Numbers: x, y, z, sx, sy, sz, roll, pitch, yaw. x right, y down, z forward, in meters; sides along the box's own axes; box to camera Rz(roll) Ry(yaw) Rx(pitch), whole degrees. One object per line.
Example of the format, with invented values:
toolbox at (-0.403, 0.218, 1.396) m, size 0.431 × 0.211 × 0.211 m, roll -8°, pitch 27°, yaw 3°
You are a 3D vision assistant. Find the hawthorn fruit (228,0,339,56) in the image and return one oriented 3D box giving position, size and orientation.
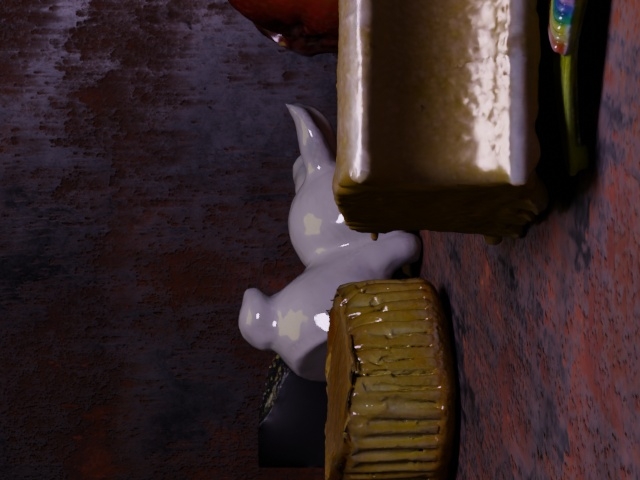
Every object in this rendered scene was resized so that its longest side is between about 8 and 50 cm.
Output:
hawthorn fruit at (0.013, -0.367, 1.556) m, size 0.295 × 0.295 × 0.311 m, roll -94°, pitch 24°, yaw -54°

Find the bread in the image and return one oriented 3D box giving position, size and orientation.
bread at (0.076, 0.170, 1.482) m, size 0.227 × 0.142 × 0.253 m, roll 91°, pitch 180°, yaw -46°

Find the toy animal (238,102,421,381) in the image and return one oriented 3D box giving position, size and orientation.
toy animal at (0.010, 0.003, 1.754) m, size 0.196 × 0.241 × 0.367 m, roll 99°, pitch 171°, yaw -61°

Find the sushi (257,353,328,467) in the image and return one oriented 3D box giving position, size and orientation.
sushi at (0.011, 0.205, 2.005) m, size 0.212 × 0.215 × 0.227 m, roll -93°, pitch 4°, yaw -56°

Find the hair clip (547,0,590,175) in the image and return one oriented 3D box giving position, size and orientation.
hair clip at (0.159, -0.132, 0.816) m, size 0.060 × 0.033 × 0.188 m, roll -89°, pitch 0°, yaw -69°

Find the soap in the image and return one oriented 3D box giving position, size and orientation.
soap at (0.090, -0.173, 0.958) m, size 0.293 × 0.156 × 0.335 m, roll 30°, pitch -119°, yaw -83°
